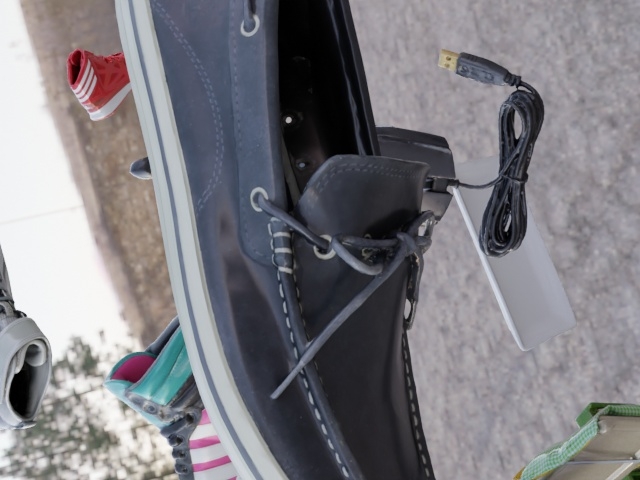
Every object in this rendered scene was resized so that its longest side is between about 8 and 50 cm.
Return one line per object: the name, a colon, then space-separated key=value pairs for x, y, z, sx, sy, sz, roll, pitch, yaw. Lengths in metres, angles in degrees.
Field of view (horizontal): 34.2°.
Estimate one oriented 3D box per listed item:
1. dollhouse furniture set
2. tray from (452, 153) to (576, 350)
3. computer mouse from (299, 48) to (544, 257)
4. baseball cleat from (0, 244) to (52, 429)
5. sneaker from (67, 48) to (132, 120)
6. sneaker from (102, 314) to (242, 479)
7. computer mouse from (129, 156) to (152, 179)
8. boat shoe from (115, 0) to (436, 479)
dollhouse furniture set: x=0.386 y=0.241 z=1.375 sx=0.197 sy=0.302 sz=0.151 roll=-56 pitch=40 yaw=36
tray: x=0.261 y=0.014 z=1.449 sx=0.030 sy=0.145 sz=0.270 roll=-27 pitch=81 yaw=44
computer mouse: x=0.078 y=-0.095 z=0.981 sx=0.060 sy=0.262 sz=0.184 roll=-30 pitch=-45 yaw=-64
baseball cleat: x=-0.263 y=0.052 z=0.844 sx=0.109 sy=0.072 sz=0.205 roll=-10 pitch=98 yaw=45
sneaker: x=-0.414 y=-0.353 z=2.055 sx=0.128 sy=0.087 sz=0.221 roll=56 pitch=-135 yaw=-35
sneaker: x=-0.136 y=0.186 z=1.031 sx=0.124 sy=0.179 sz=0.295 roll=-116 pitch=47 yaw=-81
computer mouse: x=-0.251 y=-0.161 z=1.996 sx=0.071 sy=0.242 sz=0.041 roll=-21 pitch=90 yaw=67
boat shoe: x=0.000 y=0.000 z=0.711 sx=0.187 sy=0.156 sz=0.499 roll=6 pitch=-114 yaw=-63
